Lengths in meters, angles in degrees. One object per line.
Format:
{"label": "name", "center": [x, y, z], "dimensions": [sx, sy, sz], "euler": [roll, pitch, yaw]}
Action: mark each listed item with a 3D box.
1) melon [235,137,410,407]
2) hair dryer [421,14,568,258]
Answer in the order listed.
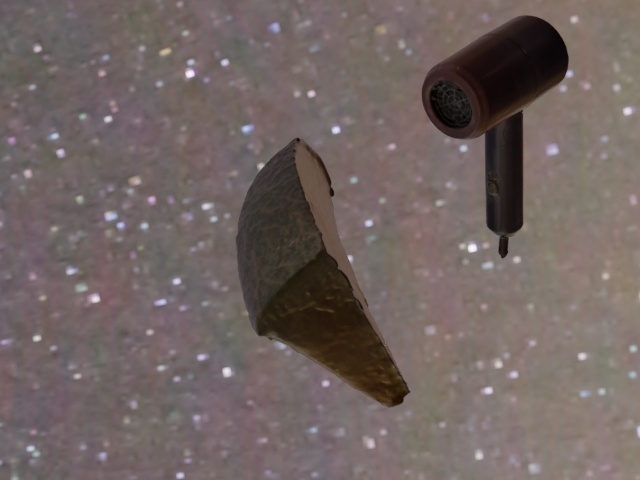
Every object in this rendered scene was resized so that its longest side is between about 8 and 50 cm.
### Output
{"label": "melon", "center": [-0.004, -0.003, 0.753], "dimensions": [0.098, 0.054, 0.182], "euler": [42, -161, -35]}
{"label": "hair dryer", "center": [0.079, -0.038, 0.666], "dimensions": [0.063, 0.037, 0.114], "euler": [-34, -48, -36]}
